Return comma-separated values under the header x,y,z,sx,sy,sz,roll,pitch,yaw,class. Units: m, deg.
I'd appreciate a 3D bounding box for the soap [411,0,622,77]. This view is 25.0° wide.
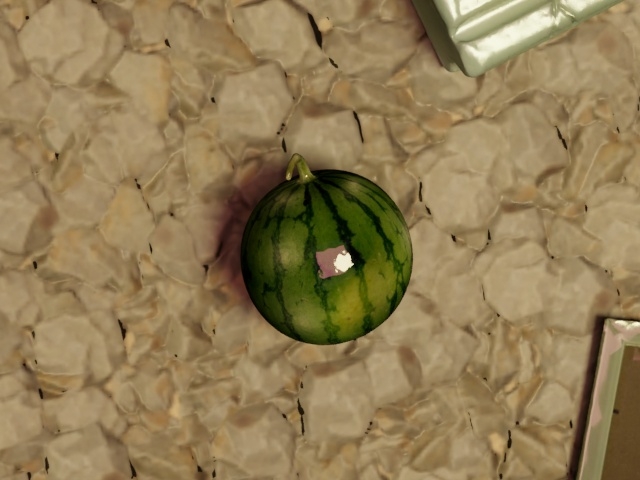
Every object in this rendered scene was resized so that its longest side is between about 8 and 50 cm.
x,y,z,sx,sy,sz,roll,pitch,yaw,class
0.139,-0.188,0.807,0.198,0.066,0.119,-27,103,-1,soap

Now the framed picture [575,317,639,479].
x,y,z,sx,sy,sz,roll,pitch,yaw,class
0.257,0.190,0.914,0.216,0.016,0.273,8,98,-7,framed picture

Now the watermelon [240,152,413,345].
x,y,z,sx,sy,sz,roll,pitch,yaw,class
0.002,0.004,0.811,0.109,0.109,0.109,-1,100,-7,watermelon
